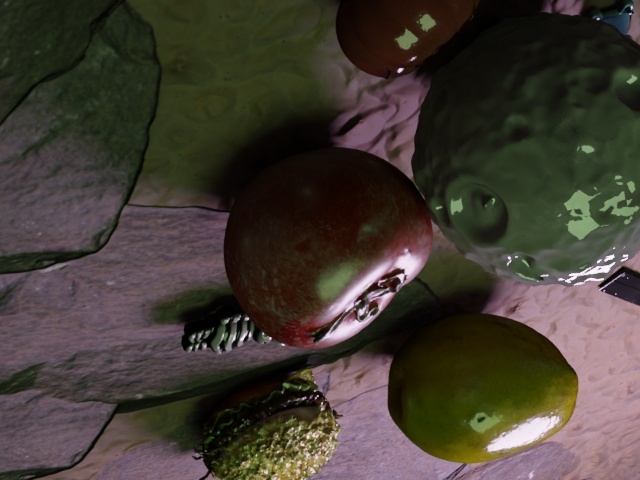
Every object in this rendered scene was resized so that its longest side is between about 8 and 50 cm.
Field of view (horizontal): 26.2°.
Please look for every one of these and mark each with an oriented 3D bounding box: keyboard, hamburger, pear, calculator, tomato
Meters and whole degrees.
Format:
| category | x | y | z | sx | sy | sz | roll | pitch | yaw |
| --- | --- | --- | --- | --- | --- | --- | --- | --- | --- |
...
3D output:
| category | x | y | z | sx | sy | sz | roll | pitch | yaw |
| --- | --- | --- | --- | --- | --- | --- | --- | --- | --- |
| keyboard | 0.569 | 0.088 | 2.475 | 0.063 | 0.010 | 0.198 | -41 | 145 | 24 |
| hamburger | -0.086 | 0.328 | 2.229 | 0.261 | 0.139 | 0.243 | -22 | 149 | -9 |
| pear | 0.262 | 0.239 | 2.241 | 0.307 | 0.253 | 0.253 | -6 | 144 | -10 |
| calculator | 0.374 | -0.263 | 1.823 | 0.094 | 0.019 | 0.141 | -19 | 149 | -11 |
| tomato | 0.000 | 0.000 | 1.738 | 0.270 | 0.227 | 0.270 | -35 | 162 | -13 |

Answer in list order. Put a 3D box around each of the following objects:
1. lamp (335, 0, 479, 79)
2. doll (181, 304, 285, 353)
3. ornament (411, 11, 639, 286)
| category | x | y | z | sx | sy | sz | roll | pitch | yaw |
| --- | --- | --- | --- | --- | --- | --- | --- | --- | --- |
| lamp | 0.090 | -0.264 | 1.499 | 0.182 | 0.140 | 0.182 | -43 | -170 | 9 |
| doll | -0.095 | 0.121 | 1.994 | 0.219 | 0.067 | 0.091 | -13 | 143 | -24 |
| ornament | 0.273 | -0.104 | 1.671 | 0.337 | 0.337 | 0.337 | -19 | 147 | -12 |
